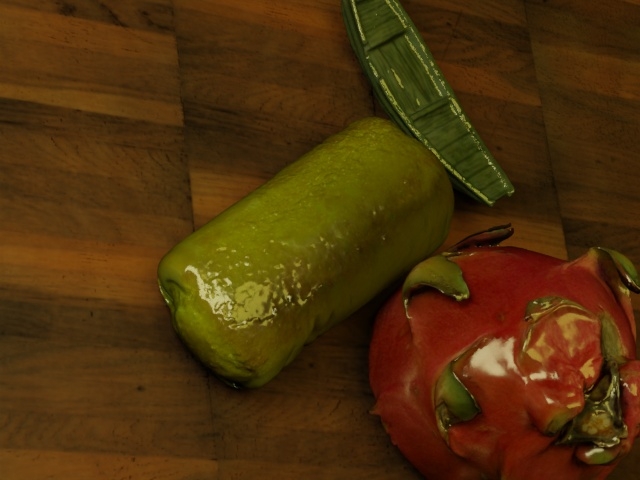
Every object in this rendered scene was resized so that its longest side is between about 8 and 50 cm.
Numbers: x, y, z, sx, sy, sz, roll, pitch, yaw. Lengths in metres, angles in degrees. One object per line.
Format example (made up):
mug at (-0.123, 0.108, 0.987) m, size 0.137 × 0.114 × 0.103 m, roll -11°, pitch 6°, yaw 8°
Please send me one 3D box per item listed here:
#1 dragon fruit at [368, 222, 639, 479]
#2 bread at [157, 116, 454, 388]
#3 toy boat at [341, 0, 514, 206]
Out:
dragon fruit at (0.219, 0.122, 1.961) m, size 0.305 × 0.226 × 0.305 m, roll 14°, pitch 62°, yaw -27°
bread at (0.000, 0.000, 1.951) m, size 0.383 × 0.112 × 0.166 m, roll -36°, pitch 92°, yaw -40°
toy boat at (0.111, -0.158, 2.145) m, size 0.093 × 0.055 × 0.293 m, roll -30°, pitch 87°, yaw -42°
